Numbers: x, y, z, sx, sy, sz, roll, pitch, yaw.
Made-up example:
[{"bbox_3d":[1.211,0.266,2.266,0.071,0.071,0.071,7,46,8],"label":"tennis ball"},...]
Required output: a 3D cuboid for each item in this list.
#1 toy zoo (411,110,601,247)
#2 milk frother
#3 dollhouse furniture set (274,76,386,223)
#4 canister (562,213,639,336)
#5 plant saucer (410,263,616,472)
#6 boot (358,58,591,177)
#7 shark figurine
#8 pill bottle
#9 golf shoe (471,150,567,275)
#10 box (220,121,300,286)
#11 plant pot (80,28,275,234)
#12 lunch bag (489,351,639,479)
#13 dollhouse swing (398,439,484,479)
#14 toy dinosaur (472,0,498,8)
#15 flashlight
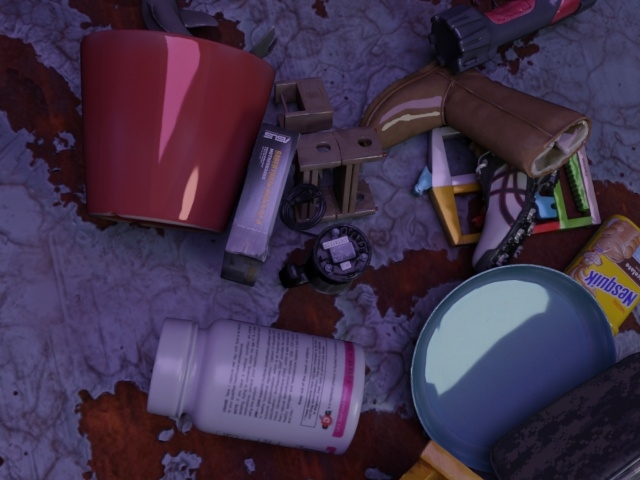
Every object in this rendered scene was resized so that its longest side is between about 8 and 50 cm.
[{"bbox_3d":[0.287,-0.096,1.499,0.293,0.030,0.192,-9,81,-10],"label":"toy zoo"},{"bbox_3d":[0.000,0.000,1.382,0.129,0.135,0.143,0,78,-9],"label":"milk frother"},{"bbox_3d":[0.009,-0.141,1.436,0.128,0.129,0.184,-8,51,-11],"label":"dollhouse furniture set"},{"bbox_3d":[0.448,0.058,1.472,0.126,0.073,0.170,43,75,-1],"label":"canister"},{"bbox_3d":[0.282,0.188,1.396,0.317,0.044,0.318,-1,98,-10],"label":"plant saucer"},{"bbox_3d":[0.221,-0.167,1.400,0.236,0.089,0.269,-40,52,-14],"label":"boot"},{"bbox_3d":[-0.202,-0.314,1.390,0.278,0.116,0.166,37,82,24],"label":"shark figurine"},{"bbox_3d":[-0.091,0.197,1.316,0.283,0.160,0.160,11,78,-7],"label":"pill bottle"},{"bbox_3d":[0.282,-0.066,1.439,0.120,0.105,0.273,25,74,17],"label":"golf shoe"},{"bbox_3d":[-0.088,-0.043,1.326,0.056,0.231,0.183,15,77,-4],"label":"box"},{"bbox_3d":[-0.215,-0.141,1.327,0.274,0.275,0.243,8,88,-7],"label":"plant pot"},{"bbox_3d":[0.433,0.342,1.304,0.305,0.212,0.256,-36,113,3],"label":"lunch bag"},{"bbox_3d":[0.175,0.517,1.244,0.305,0.315,0.347,33,75,19],"label":"dollhouse swing"},{"bbox_3d":[0.292,-0.412,1.567,0.082,0.047,0.090,8,44,2],"label":"toy dinosaur"},{"bbox_3d":[0.304,-0.366,1.485,0.304,0.103,0.103,-25,43,-26],"label":"flashlight"}]
